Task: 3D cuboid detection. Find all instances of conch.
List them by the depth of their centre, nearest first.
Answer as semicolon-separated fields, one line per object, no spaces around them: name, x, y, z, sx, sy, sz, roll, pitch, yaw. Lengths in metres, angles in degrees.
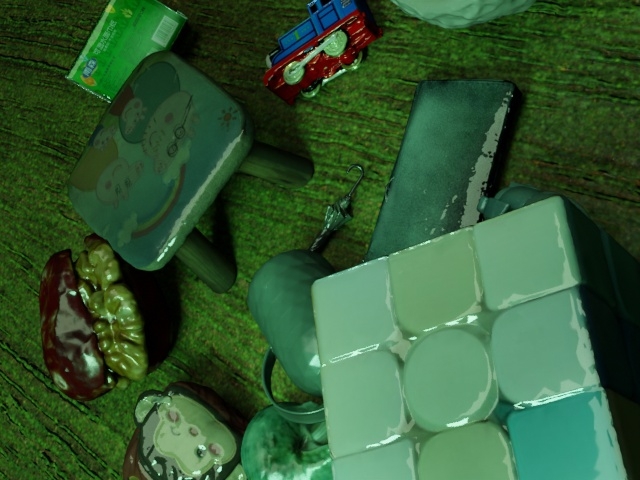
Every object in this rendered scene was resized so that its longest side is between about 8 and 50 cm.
conch;-0.018;0.302;1.610;0.196;0.134;0.202;-34;36;-32

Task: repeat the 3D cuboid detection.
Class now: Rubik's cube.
Rubik's cube;0.229;0.196;1.342;0.347;0.344;0.346;-18;64;27

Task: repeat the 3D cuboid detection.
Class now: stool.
stool;-0.214;-0.107;1.838;0.310;0.226;0.310;41;99;38

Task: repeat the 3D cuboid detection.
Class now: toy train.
toy train;-0.002;-0.326;1.865;0.204;0.083;0.131;-32;58;19

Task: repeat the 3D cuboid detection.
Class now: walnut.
walnut;-0.358;0.117;1.832;0.222;0.244;0.269;-18;80;-19

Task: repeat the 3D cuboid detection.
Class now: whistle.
whistle;0.292;-0.026;1.489;0.093;0.186;0.274;-68;15;1

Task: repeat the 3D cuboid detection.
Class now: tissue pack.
tissue pack;-0.363;-0.357;2.094;0.209;0.148;0.156;-61;12;1

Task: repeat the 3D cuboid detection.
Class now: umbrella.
umbrella;0.005;0.002;1.769;0.044;0.044;0.269;28;97;1

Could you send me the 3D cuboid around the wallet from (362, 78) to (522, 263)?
wallet;0.172;-0.064;1.666;0.191;0.046;0.379;9;78;38

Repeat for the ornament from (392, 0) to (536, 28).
ornament;0.213;-0.485;1.628;0.337;0.337;0.337;-13;66;30

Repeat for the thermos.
thermos;-0.010;0.151;1.604;0.182;0.145;0.286;-30;40;-2

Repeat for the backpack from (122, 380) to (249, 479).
backpack;-0.205;0.337;1.723;0.229;0.139;0.229;-3;79;16
